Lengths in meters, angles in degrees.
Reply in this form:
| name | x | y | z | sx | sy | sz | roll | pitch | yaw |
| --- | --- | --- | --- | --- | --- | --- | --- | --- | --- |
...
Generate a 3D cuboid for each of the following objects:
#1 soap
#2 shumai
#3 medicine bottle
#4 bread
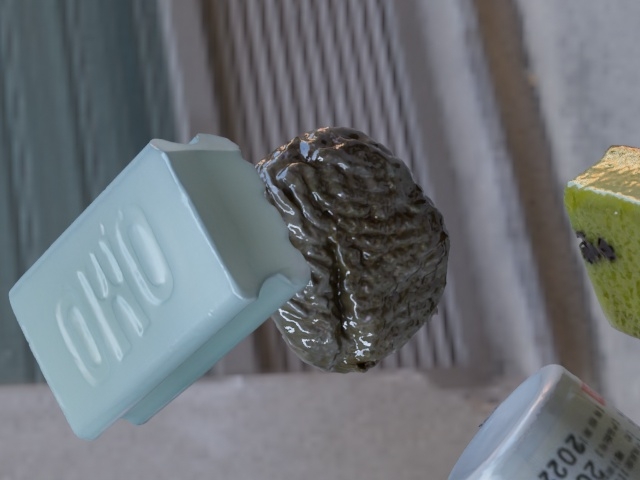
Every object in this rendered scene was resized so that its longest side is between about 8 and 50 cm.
| name | x | y | z | sx | sy | sz | roll | pitch | yaw |
| --- | --- | --- | --- | --- | --- | --- | --- | --- | --- |
| soap | -0.104 | 0.028 | 1.207 | 0.198 | 0.066 | 0.119 | -41 | 73 | 42 |
| shumai | 0.000 | 0.000 | 1.629 | 0.175 | 0.166 | 0.206 | 19 | 130 | 64 |
| medicine bottle | 0.224 | 0.218 | 1.434 | 0.144 | 0.252 | 0.144 | -49 | 2 | 2 |
| bread | 0.319 | 0.037 | 1.326 | 0.361 | 0.077 | 0.138 | 22 | 139 | 54 |
